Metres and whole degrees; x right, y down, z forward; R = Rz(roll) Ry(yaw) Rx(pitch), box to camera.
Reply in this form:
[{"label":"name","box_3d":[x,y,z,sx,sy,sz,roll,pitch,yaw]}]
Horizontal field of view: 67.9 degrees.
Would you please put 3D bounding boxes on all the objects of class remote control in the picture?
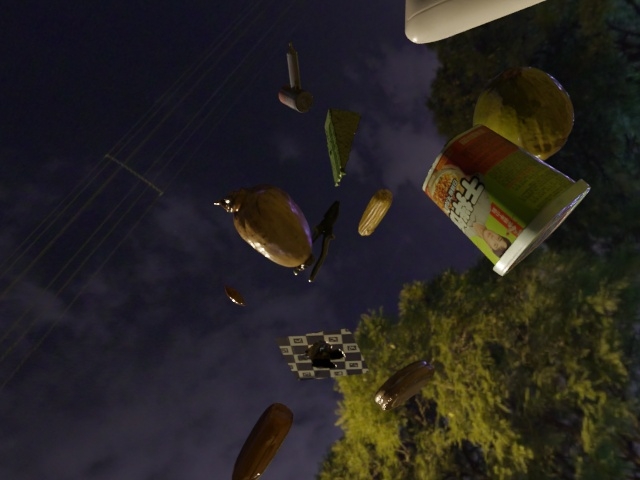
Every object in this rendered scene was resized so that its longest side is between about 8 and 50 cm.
[{"label":"remote control","box_3d":[0.230,-0.317,0.514,0.055,0.313,0.109,19,-109,-48]}]

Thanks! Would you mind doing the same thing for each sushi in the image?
[{"label":"sushi","box_3d":[0.006,0.262,1.142,0.210,0.193,0.040,69,-164,-44]}]

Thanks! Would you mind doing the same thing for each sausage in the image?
[{"label":"sausage","box_3d":[-0.192,0.647,1.440,0.112,0.112,0.328,26,-84,-37]}]

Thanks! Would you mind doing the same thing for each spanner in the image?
[{"label":"spanner","box_3d":[0.000,0.000,1.757,0.040,0.096,0.324,-55,-10,-75]}]

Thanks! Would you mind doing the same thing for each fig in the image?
[{"label":"fig","box_3d":[0.678,-0.433,1.625,0.343,0.343,0.343,10,-105,-42]}]

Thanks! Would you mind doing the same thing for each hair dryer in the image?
[{"label":"hair dryer","box_3d":[-0.048,-0.282,0.813,0.037,0.063,0.114,-25,-48,-24]}]

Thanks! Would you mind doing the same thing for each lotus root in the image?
[{"label":"lotus root","box_3d":[-0.106,-0.038,1.067,0.140,0.154,0.257,-44,-65,4]}]

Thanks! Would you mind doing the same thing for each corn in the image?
[{"label":"corn","box_3d":[0.184,-0.094,1.599,0.068,0.206,0.067,12,-134,-13]}]

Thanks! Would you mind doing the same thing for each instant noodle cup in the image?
[{"label":"instant noodle cup","box_3d":[0.445,-0.117,1.205,0.294,0.293,0.308,-22,-121,-43]}]

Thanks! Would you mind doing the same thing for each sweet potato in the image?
[{"label":"sweet potato","box_3d":[-0.268,0.176,1.502,0.095,0.034,0.034,45,-126,-20]}]

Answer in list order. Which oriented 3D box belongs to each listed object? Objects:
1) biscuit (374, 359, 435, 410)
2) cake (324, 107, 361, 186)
[{"label":"biscuit","box_3d":[0.306,0.529,1.739,0.259,0.259,0.079,-8,-131,-44]},{"label":"cake","box_3d":[0.043,-0.269,1.353,0.099,0.100,0.235,17,-122,-2]}]
